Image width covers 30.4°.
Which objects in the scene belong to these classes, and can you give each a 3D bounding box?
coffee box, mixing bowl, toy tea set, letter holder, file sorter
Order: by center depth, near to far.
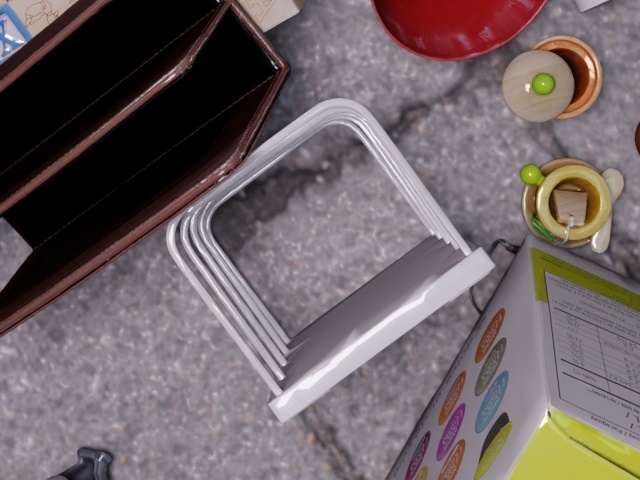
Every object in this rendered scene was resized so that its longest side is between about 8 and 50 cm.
[{"bbox_3d":[-0.198,-0.069,0.907,0.302,0.214,0.152,-33,110,24],"label":"letter holder"},{"bbox_3d":[0.241,0.252,0.927,0.338,0.334,0.337,25,112,-2],"label":"coffee box"},{"bbox_3d":[0.000,0.000,0.977,0.193,0.277,0.173,-36,92,2],"label":"file sorter"},{"bbox_3d":[0.112,-0.259,1.034,0.182,0.098,0.181,-10,125,-15],"label":"mixing bowl"},{"bbox_3d":[0.301,-0.050,1.051,0.336,0.124,0.200,27,93,-2],"label":"toy tea set"}]

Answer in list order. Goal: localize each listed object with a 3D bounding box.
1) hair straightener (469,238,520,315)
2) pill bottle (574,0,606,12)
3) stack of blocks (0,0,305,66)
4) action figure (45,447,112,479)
[{"bbox_3d":[0.198,0.108,1.097,0.089,0.047,0.230,-23,99,2],"label":"hair straightener"},{"bbox_3d":[0.232,-0.291,1.053,0.087,0.087,0.160,-23,94,1],"label":"pill bottle"},{"bbox_3d":[-0.178,-0.208,1.001,0.297,0.087,0.171,-25,112,20],"label":"stack of blocks"},{"bbox_3d":[-0.291,0.335,0.999,0.330,0.178,0.341,-9,64,7],"label":"action figure"}]
